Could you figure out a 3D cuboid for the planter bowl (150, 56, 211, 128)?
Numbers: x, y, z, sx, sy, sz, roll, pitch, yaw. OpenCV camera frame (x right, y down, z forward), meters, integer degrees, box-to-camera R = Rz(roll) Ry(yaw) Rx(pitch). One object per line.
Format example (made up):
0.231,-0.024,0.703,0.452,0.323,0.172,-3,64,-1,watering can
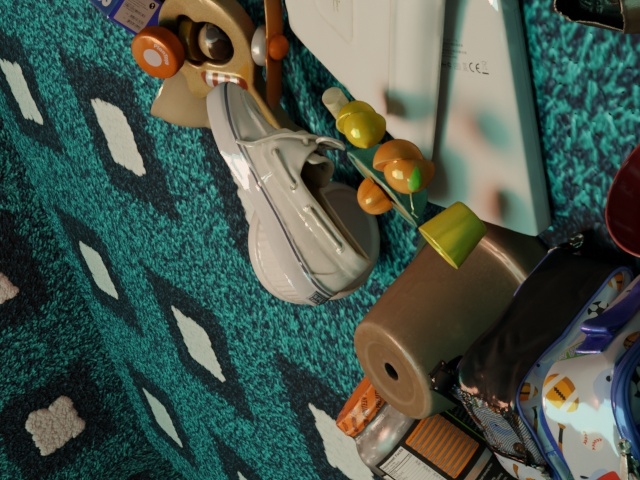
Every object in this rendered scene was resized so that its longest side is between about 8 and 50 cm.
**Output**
-0.208,-0.262,1.603,0.109,0.162,0.162,30,154,-6,planter bowl

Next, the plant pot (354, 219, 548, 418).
0.175,0.115,1.233,0.263,0.229,0.263,41,148,32,plant pot

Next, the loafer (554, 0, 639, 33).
0.302,-0.212,0.821,0.220,0.078,0.080,15,131,55,loafer

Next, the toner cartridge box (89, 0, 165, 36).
-0.370,-0.451,1.617,0.348,0.075,0.165,44,-171,38,toner cartridge box

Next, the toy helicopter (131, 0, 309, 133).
-0.109,-0.256,1.452,0.235,0.140,0.355,-14,124,39,toy helicopter

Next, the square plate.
0.034,-0.310,1.146,0.344,0.049,0.347,51,158,33,square plate

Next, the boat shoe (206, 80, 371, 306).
-0.030,-0.101,1.302,0.136,0.156,0.367,22,-142,-62,boat shoe

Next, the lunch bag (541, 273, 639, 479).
0.344,0.151,0.881,0.115,0.303,0.243,-8,111,50,lunch bag

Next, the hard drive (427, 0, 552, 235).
0.178,-0.167,1.130,0.203,0.040,0.307,24,138,50,hard drive

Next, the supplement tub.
0.191,0.307,1.363,0.316,0.193,0.193,37,152,2,supplement tub

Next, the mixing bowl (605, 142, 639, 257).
0.367,-0.033,0.836,0.098,0.181,0.181,37,164,-27,mixing bowl

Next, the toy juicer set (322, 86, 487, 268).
0.066,-0.096,1.183,0.209,0.089,0.329,46,-179,-33,toy juicer set

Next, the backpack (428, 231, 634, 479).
0.304,0.176,1.070,0.213,0.276,0.263,29,155,47,backpack

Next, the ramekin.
0.000,0.000,1.453,0.109,0.207,0.207,0,119,50,ramekin
